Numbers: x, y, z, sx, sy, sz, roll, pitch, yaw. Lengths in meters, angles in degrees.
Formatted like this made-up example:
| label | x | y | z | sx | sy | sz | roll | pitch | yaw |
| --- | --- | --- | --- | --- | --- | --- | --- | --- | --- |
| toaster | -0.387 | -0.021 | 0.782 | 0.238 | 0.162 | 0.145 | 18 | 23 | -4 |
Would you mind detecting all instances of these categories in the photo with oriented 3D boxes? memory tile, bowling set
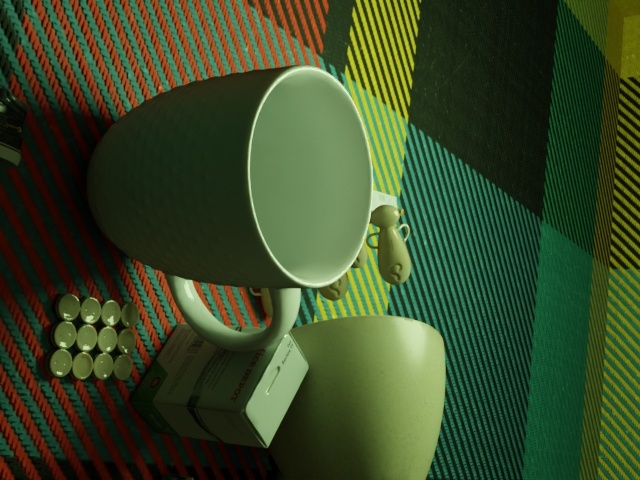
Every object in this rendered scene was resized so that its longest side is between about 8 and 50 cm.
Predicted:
| label | x | y | z | sx | sy | sz | roll | pitch | yaw |
| --- | --- | --- | --- | --- | --- | --- | --- | --- | --- |
| memory tile | -0.307 | 0.134 | 1.205 | 0.148 | 0.012 | 0.113 | 17 | 75 | -55 |
| bowling set | 0.000 | 0.000 | 1.551 | 0.200 | 0.287 | 0.154 | -115 | -171 | -58 |

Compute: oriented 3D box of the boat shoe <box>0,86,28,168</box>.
| label | x | y | z | sx | sy | sz | roll | pitch | yaw |
| --- | --- | --- | --- | --- | --- | --- | --- | --- | --- |
| boat shoe | -0.415 | -0.149 | 1.014 | 0.183 | 0.065 | 0.083 | 29 | 64 | -59 |

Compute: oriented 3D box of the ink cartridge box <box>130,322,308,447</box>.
| label | x | y | z | sx | sy | sz | roll | pitch | yaw |
| --- | --- | --- | --- | --- | --- | --- | --- | --- | --- |
| ink cartridge box | -0.142 | 0.204 | 1.270 | 0.153 | 0.208 | 0.087 | -60 | 135 | -37 |

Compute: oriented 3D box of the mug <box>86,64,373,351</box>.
| label | x | y | z | sx | sy | sz | roll | pitch | yaw |
| --- | --- | --- | --- | --- | --- | --- | --- | --- | --- |
| mug | -0.132 | -0.030 | 1.186 | 0.276 | 0.328 | 0.374 | -25 | 110 | -53 |

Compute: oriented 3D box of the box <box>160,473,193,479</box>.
| label | x | y | z | sx | sy | sz | roll | pitch | yaw |
| --- | --- | --- | --- | --- | --- | --- | --- | --- | --- |
| box | -0.202 | 0.434 | 1.314 | 0.059 | 0.054 | 0.169 | -37 | 120 | -49 |

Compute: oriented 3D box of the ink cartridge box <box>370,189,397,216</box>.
| label | x | y | z | sx | sy | sz | roll | pitch | yaw |
| --- | --- | --- | --- | --- | --- | --- | --- | --- | --- |
| ink cartridge box | 0.052 | -0.068 | 1.658 | 0.207 | 0.097 | 0.046 | 12 | 70 | -55 |

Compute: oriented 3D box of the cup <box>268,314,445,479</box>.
| label | x | y | z | sx | sy | sz | roll | pitch | yaw |
| --- | --- | --- | --- | --- | --- | --- | --- | --- | --- |
| cup | 0.050 | 0.295 | 1.388 | 0.331 | 0.331 | 0.237 | 36 | 39 | -50 |
